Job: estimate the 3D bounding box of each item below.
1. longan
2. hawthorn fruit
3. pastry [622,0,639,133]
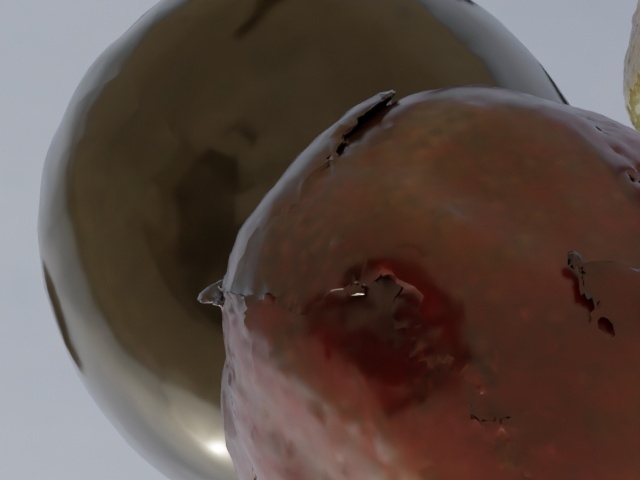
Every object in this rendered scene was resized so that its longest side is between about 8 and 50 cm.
[{"bbox_3d":[0.003,0.002,0.960,0.297,0.297,0.297,-11,-130,14],"label":"longan"},{"bbox_3d":[0.075,0.061,0.596,0.181,0.181,0.235,-38,-111,-10],"label":"hawthorn fruit"},{"bbox_3d":[0.318,-0.141,1.440,0.093,0.182,0.192,-162,-87,-78],"label":"pastry"}]
